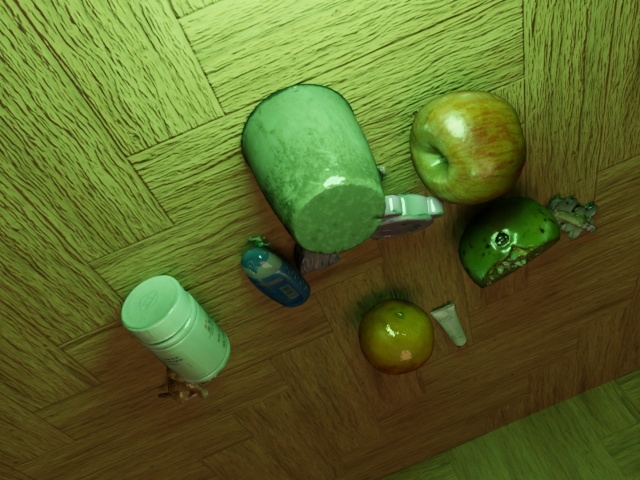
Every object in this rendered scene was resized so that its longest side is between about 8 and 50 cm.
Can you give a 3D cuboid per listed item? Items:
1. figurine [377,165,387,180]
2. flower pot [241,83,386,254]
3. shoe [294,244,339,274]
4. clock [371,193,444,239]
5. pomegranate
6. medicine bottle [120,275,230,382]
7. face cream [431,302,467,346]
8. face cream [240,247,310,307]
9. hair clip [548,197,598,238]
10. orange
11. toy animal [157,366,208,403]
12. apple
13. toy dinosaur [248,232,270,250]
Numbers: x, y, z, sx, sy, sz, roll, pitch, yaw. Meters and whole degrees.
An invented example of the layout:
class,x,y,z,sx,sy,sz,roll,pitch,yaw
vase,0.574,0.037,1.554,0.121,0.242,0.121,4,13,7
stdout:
class,x,y,z,sx,sy,sz,roll,pitch,yaw
figurine,0.133,-0.150,1.622,0.072,0.054,0.129,-1,136,-28
flower pot,-0.007,-0.156,1.354,0.294,0.330,0.293,-12,135,-12
shoe,0.000,0.000,1.694,0.138,0.095,0.244,-12,140,-17
clock,0.204,-0.069,1.627,0.228,0.090,0.248,-1,169,-23
pomegranate,0.579,-0.010,1.859,0.310,0.216,0.359,-40,165,18
medicine bottle,-0.412,0.260,1.703,0.190,0.189,0.332,-25,138,2
face cream,0.504,0.324,2.266,0.092,0.058,0.243,-27,132,11
face cream,-0.138,0.106,1.731,0.149,0.083,0.264,-12,143,24
hair clip,0.846,-0.074,1.998,0.257,0.075,0.146,14,124,-26
orange,0.257,0.324,2.005,0.261,0.261,0.261,-12,137,-12
toy animal,-0.484,0.460,1.949,0.184,0.104,0.185,-16,142,2
apple,0.379,-0.236,1.477,0.302,0.301,0.301,-12,137,-12
toy dinosaur,-0.176,0.014,1.680,0.063,0.021,0.083,-1,130,-12
